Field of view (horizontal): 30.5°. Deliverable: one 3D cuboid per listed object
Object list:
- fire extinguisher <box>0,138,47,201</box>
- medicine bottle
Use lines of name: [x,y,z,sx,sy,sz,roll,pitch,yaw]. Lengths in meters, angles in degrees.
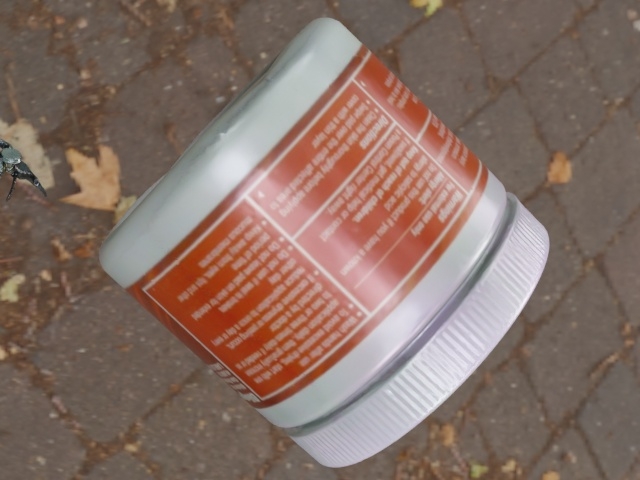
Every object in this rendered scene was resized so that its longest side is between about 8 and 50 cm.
fire extinguisher: [-0.458,-0.095,1.323,0.294,0.093,0.118,5,45,-18]
medicine bottle: [0.000,0.000,0.879,0.241,0.252,0.252,44,59,-8]
